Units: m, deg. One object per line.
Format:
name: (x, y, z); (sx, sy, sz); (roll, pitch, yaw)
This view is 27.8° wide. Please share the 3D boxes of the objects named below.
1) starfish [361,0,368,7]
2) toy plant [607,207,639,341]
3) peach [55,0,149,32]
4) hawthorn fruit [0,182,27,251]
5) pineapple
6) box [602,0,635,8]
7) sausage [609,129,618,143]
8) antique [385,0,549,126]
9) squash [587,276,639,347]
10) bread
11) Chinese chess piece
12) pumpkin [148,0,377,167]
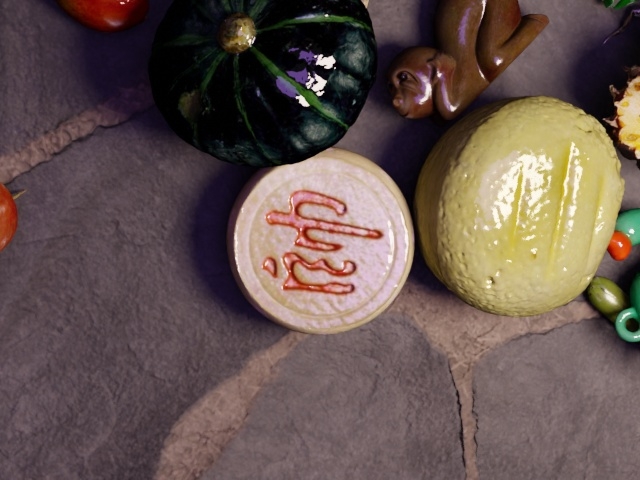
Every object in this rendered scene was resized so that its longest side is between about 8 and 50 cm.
starfish: (0.038, -0.494, 1.845); (0.293, 0.084, 0.301); (31, 92, -15)
toy plant: (0.597, 0.013, 1.936); (0.400, 0.185, 0.279); (-43, 104, -1)
peach: (-0.306, -0.351, 1.784); (0.151, 0.151, 0.118); (0, 50, -11)
hawthorn fruit: (-0.469, -0.034, 1.768); (0.140, 0.125, 0.125); (-20, 98, -7)
pineapple: (0.544, -0.259, 1.887); (0.262, 0.272, 0.262); (6, 136, 6)
box: (0.503, -0.471, 1.912); (0.250, 0.103, 0.180); (-28, 89, -8)
sausage: (0.488, -0.169, 1.968); (0.094, 0.054, 0.059); (-2, 89, -10)
antique: (0.198, -0.274, 1.875); (0.143, 0.121, 0.257); (43, 86, -4)
squash: (0.479, 0.121, 1.995); (0.183, 0.052, 0.052); (41, 87, -14)
bread: (0.282, -0.050, 1.846); (0.320, 0.237, 0.321); (-2, 102, -9)
Chinese chess piece: (0.000, 0.000, 1.846); (0.270, 0.112, 0.270); (0, 94, 0)
pumpkin: (-0.081, -0.242, 1.728); (0.315, 0.238, 0.315); (-6, 75, 21)
